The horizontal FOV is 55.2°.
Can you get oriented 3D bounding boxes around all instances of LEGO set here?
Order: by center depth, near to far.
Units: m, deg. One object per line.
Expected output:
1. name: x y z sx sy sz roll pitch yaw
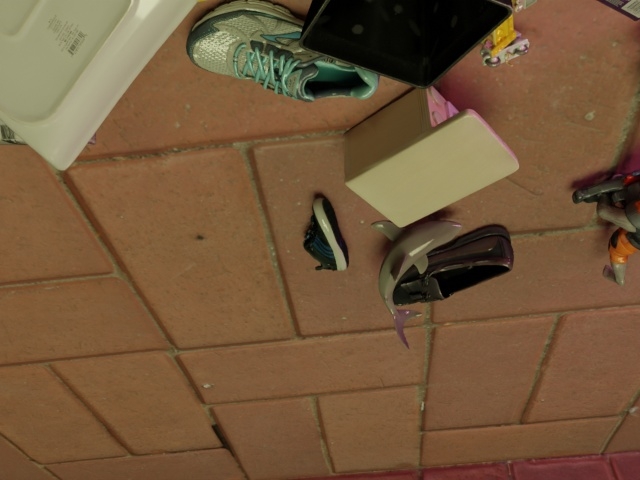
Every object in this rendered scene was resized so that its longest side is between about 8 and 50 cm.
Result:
1. LEGO set: 0.228 -0.365 0.795 0.132 0.107 0.287 -28 142 -26

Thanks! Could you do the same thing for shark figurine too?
1. shark figurine: 0.157 0.076 1.219 0.166 0.116 0.278 17 117 0

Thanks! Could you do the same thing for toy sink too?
1. toy sink: 0.174 -0.150 0.994 0.234 0.131 0.153 -28 134 33

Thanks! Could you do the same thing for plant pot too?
1. plant pot: 0.098 -0.320 0.733 0.188 0.166 0.187 12 161 -19

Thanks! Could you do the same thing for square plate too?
1. square plate: -0.352 -0.301 0.699 0.344 0.049 0.347 44 116 -10

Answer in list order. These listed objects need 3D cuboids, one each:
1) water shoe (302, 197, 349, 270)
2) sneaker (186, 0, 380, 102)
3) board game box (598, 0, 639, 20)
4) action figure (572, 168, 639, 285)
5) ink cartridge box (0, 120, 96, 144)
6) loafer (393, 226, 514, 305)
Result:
1. water shoe: 0.000 0.000 1.204 0.080 0.072 0.203 -10 139 11
2. sneaker: -0.047 -0.256 0.857 0.283 0.122 0.110 2 140 -6
3. board game box: 0.309 -0.364 0.637 0.347 0.056 0.208 11 159 -28
4. action figure: 0.666 -0.043 1.127 0.342 0.178 0.330 -18 147 19
5. ink cartridge box: -0.430 -0.213 0.846 0.220 0.160 0.092 1 -177 -4
6. loafer: 0.265 0.075 1.292 0.303 0.095 0.109 -31 132 29
